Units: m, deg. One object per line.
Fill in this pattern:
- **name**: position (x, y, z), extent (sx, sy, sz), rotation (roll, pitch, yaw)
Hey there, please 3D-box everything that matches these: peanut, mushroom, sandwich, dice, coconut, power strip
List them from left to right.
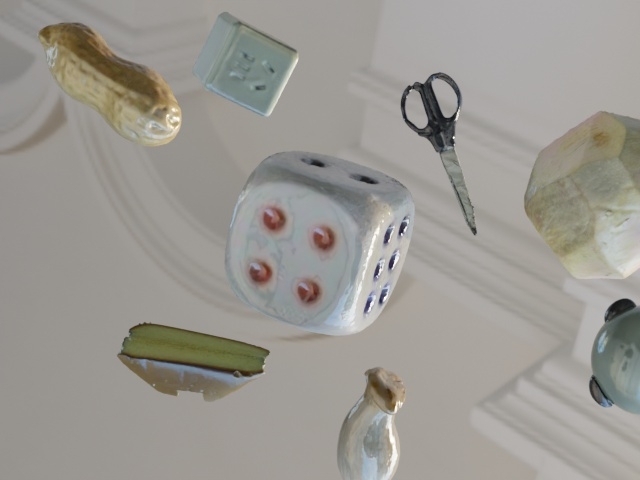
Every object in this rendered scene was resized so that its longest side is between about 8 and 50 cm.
- **peanut**: position (-0.303, -0.226, 1.578), extent (0.263, 0.101, 0.117), rotation (35, -168, 12)
- **sandwich**: position (-0.210, 0.204, 1.830), extent (0.244, 0.088, 0.090), rotation (10, -134, -3)
- **power strip**: position (-0.149, -0.337, 2.071), extent (0.140, 0.139, 0.224), rotation (23, -169, -21)
- **dice**: position (0.000, 0.000, 1.410), extent (0.192, 0.193, 0.194), rotation (19, -165, 20)
- **mushroom**: position (0.075, 0.279, 1.576), extent (0.088, 0.212, 0.097), rotation (25, -152, 32)
- **coconut**: position (0.399, -0.060, 1.489), extent (0.197, 0.237, 0.237), rotation (47, -153, -15)

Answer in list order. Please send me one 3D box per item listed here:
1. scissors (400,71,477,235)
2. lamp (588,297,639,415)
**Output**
- **scissors**: position (0.211, -0.142, 1.828), extent (0.022, 0.109, 0.300), rotation (30, -139, -59)
- **lamp**: position (0.601, 0.217, 1.943), extent (0.244, 0.198, 0.198), rotation (13, -150, 7)
